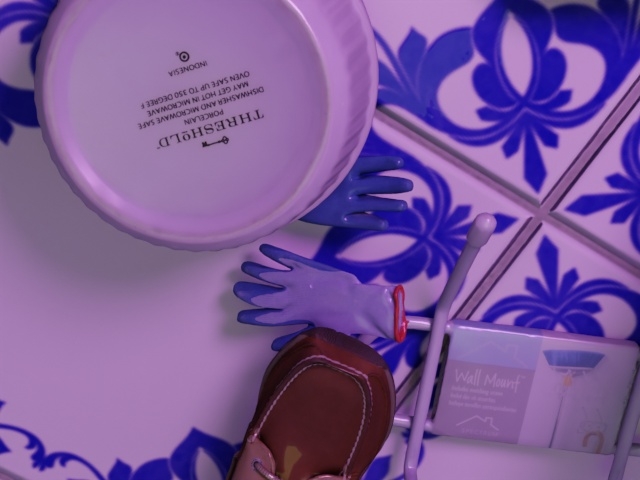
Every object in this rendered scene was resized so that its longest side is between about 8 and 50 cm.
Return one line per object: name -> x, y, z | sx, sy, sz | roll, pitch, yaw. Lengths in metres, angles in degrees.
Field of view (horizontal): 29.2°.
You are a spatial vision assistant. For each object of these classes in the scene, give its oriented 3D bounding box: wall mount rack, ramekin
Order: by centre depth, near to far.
ramekin -> -0.091, -0.117, 0.933 | 0.272, 0.127, 0.273 | 1, 107, 4
wall mount rack -> 0.204, 0.110, 1.067 | 0.349, 0.130, 0.304 | 7, 112, -5

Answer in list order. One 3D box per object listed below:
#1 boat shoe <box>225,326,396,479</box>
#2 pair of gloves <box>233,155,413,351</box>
boat shoe -> -0.025, 0.216, 1.070 | 0.122, 0.120, 0.324 | 22, 131, 2
pair of gloves -> 0.000, 0.000, 1.036 | 0.159, 0.023, 0.198 | 4, 99, 17
